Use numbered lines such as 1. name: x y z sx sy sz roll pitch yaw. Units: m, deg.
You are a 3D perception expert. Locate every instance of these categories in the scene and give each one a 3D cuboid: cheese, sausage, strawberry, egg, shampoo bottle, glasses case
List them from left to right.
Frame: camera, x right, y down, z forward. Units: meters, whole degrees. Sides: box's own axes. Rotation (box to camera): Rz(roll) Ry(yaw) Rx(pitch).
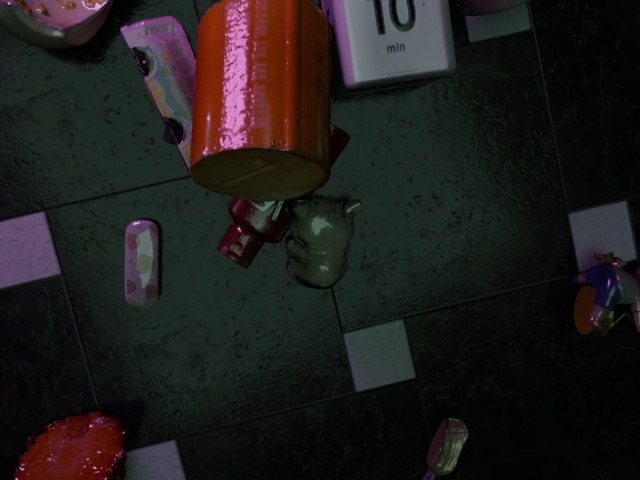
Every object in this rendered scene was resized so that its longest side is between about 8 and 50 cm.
1. egg: -0.447 -0.421 1.305 0.206 0.161 0.271 26 57 24
2. strawberry: -0.426 0.443 1.391 0.234 0.234 0.178 -22 124 -2
3. glasses case: -0.330 0.044 1.421 0.063 0.041 0.164 2 96 -5
4. sausage: -0.095 -0.234 1.274 0.233 0.233 0.287 3 72 -5
5. shampoo bottle: -0.077 -0.096 1.410 0.118 0.076 0.314 34 92 -10
6. cheese: 0.232 0.424 1.484 0.048 0.092 0.171 23 94 1

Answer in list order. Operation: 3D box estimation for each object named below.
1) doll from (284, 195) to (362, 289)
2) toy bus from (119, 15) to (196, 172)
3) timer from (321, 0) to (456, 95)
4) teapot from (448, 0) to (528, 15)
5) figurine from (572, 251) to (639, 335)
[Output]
1. doll: 0.000 0.000 1.396 0.149 0.095 0.192 -3 115 -13
2. toy bus: -0.256 -0.263 1.371 0.112 0.090 0.274 -25 97 -8
3. timer: 0.114 -0.366 1.338 0.192 0.194 0.195 -9 98 -4
4. teapot: 0.287 -0.592 1.291 0.233 0.315 0.312 -10 126 30
5. figurine: 0.627 0.122 1.466 0.276 0.161 0.158 8 136 -3
